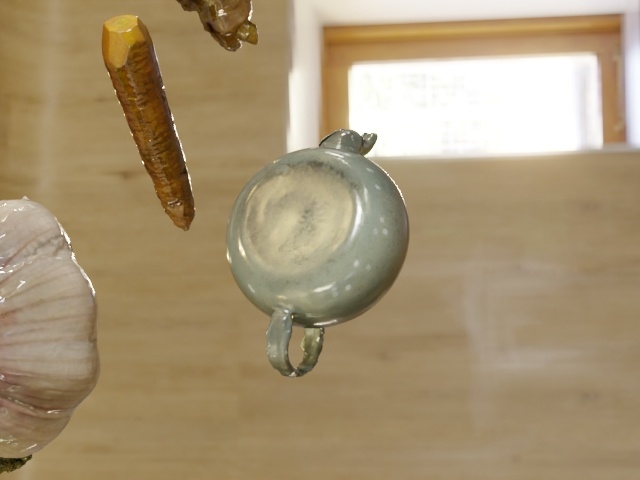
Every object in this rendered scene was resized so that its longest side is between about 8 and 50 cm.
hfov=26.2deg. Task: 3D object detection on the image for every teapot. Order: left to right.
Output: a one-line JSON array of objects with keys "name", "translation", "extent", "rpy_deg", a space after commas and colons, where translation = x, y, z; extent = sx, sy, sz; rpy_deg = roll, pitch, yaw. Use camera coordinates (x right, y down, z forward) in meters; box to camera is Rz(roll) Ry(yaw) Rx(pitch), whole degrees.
[{"name": "teapot", "translation": [0.000, 0.000, 1.424], "extent": [0.129, 0.193, 0.294], "rpy_deg": [43, -122, -61]}]

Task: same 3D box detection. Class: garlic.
[{"name": "garlic", "translation": [-0.396, 0.101, 1.571], "extent": [0.241, 0.322, 0.321], "rpy_deg": [-125, 30, -72]}]

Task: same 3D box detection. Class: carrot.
[{"name": "carrot", "translation": [-0.212, -0.137, 1.733], "extent": [0.066, 0.066, 0.314], "rpy_deg": [-81, -17, -51]}]

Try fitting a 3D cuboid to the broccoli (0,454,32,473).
[{"name": "broccoli", "translation": [-0.417, 0.240, 1.778], "extent": [0.120, 0.131, 0.130], "rpy_deg": [-3, 97, 65]}]

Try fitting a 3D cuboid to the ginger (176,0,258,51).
[{"name": "ginger", "translation": [-0.121, -0.332, 1.360], "extent": [0.080, 0.166, 0.333], "rpy_deg": [-54, -25, -37]}]
